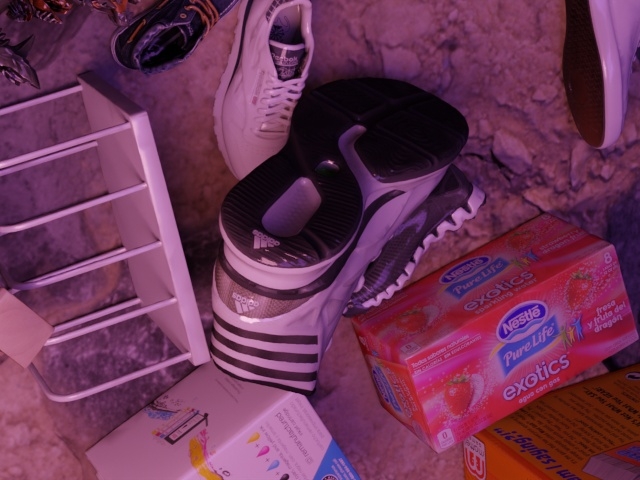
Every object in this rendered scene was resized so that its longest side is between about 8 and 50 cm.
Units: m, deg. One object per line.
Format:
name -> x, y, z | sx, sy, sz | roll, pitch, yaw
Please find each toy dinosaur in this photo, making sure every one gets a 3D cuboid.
toy dinosaur -> -0.324, -0.270, 1.553 | 0.322, 0.164, 0.218 | 19, 85, -18

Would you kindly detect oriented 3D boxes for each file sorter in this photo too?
file sorter -> -0.251, -0.001, 1.633 | 0.173, 0.193, 0.277 | -20, 115, -17

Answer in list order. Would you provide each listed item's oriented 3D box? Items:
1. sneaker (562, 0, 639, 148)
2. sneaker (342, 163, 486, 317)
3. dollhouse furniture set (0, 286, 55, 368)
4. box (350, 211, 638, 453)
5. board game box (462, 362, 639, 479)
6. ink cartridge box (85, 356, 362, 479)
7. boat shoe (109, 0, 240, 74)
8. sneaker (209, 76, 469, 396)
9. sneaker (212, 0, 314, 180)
sneaker -> 0.360, -0.255, 1.901 | 0.123, 0.106, 0.290 | -12, 110, -20
sneaker -> 0.084, -0.014, 1.864 | 0.234, 0.078, 0.106 | -43, 116, -12
dollhouse furniture set -> -0.466, 0.125, 1.510 | 0.198, 0.286, 0.303 | 43, 74, -30
box -> 0.211, 0.105, 1.921 | 0.300, 0.154, 0.142 | -27, 116, -15
board game box -> 0.427, 0.400, 2.005 | 0.356, 0.356, 0.356 | -14, 112, -22
ink cartridge box -> -0.110, 0.262, 1.801 | 0.233, 0.168, 0.171 | -38, 120, -10
boat shoe -> -0.133, -0.236, 1.674 | 0.183, 0.083, 0.065 | -40, 120, -10
sneaker -> -0.001, 0.000, 1.725 | 0.447, 0.169, 0.257 | -43, 157, -51
sneaker -> -0.056, -0.166, 1.731 | 0.090, 0.095, 0.235 | -3, 109, -27
